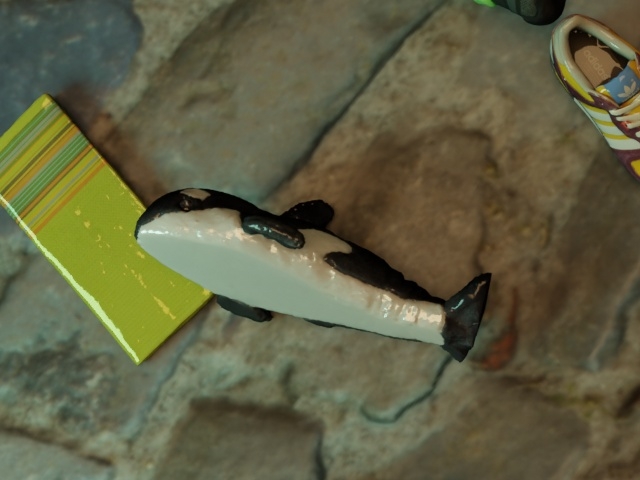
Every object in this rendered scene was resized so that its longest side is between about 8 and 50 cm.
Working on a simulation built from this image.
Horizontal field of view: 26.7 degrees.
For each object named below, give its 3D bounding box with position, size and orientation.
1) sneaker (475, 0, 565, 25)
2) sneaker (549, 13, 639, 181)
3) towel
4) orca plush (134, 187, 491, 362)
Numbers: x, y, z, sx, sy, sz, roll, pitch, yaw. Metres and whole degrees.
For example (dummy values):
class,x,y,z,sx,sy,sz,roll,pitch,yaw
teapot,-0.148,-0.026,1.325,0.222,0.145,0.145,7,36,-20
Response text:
class,x,y,z,sx,sy,sz,roll,pitch,yaw
sneaker,0.273,-0.355,1.004,0.202,0.185,0.483,48,121,7
sneaker,0.249,-0.102,1.070,0.069,0.084,0.185,-45,80,5
towel,-0.199,-0.011,1.185,0.102,0.021,0.237,-43,81,11
orca plush,0.000,0.000,1.106,0.287,0.151,0.102,10,57,14
